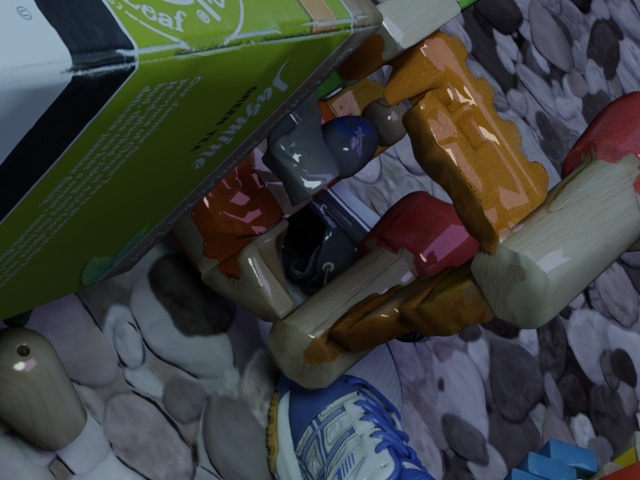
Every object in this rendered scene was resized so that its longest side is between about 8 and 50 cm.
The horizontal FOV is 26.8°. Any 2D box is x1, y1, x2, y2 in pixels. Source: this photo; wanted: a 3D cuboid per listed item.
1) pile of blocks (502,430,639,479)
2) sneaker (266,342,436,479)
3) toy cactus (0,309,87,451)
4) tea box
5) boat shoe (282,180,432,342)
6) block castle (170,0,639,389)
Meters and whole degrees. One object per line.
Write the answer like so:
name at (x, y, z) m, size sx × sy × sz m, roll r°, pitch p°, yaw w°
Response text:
pile of blocks at (0.165, 0.202, 0.948) m, size 0.149 × 0.112 × 0.362 m, roll 44°, pitch 43°, yaw 16°
sneaker at (0.037, 0.163, 0.867) m, size 0.112 × 0.131 × 0.296 m, roll 33°, pitch 41°, yaw -28°
toy cactus at (-0.196, 0.047, 0.725) m, size 0.180 × 0.112 × 0.219 m, roll 60°, pitch 29°, yaw -32°
tea box at (-0.205, -0.137, 0.567) m, size 0.329 × 0.220 × 0.323 m, roll 53°, pitch 29°, yaw 7°
boat shoe at (0.000, 0.000, 0.992) m, size 0.228 × 0.080 × 0.076 m, roll 52°, pitch 51°, yaw -13°
block castle at (0.009, -0.151, 0.824) m, size 0.213 × 0.303 × 0.453 m, roll -37°, pitch 96°, yaw -36°
